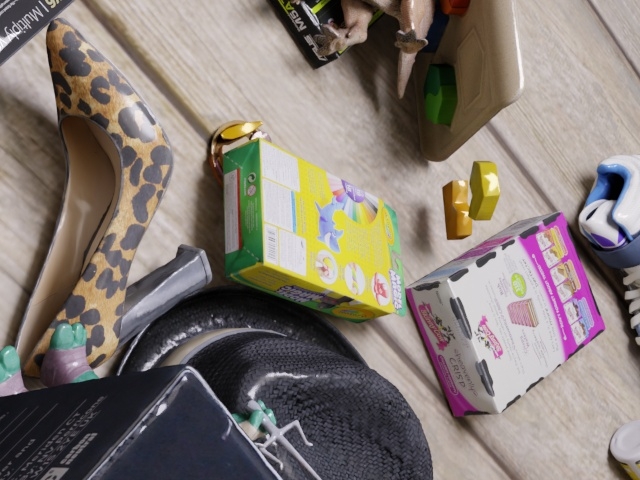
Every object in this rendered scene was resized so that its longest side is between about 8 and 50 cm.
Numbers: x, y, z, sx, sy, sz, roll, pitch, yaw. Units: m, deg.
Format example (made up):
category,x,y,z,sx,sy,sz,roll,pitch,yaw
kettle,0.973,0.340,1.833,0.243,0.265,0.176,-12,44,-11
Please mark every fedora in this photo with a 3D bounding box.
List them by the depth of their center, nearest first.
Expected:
category,x,y,z,sx,sy,sz,roll,pitch,yaw
fedora,-0.016,0.183,0.864,0.334,0.152,0.334,11,72,-38

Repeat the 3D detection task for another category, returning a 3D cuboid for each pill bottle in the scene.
category,x,y,z,sx,sy,sz,roll,pitch,yaw
pill bottle,0.426,0.288,1.266,0.116,0.065,0.065,49,53,-21

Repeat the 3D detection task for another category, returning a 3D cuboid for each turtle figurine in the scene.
category,x,y,z,sx,sy,sz,roll,pitch,yaw
turtle figurine,-0.115,0.147,0.684,0.118,0.234,0.175,-61,166,2

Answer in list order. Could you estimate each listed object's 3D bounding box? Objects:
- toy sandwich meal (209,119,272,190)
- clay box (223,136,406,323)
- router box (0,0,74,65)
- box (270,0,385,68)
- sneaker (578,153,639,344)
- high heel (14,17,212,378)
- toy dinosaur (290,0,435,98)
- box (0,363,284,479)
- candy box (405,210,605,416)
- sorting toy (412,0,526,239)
category,x,y,z,sx,sy,sz,roll,pitch,yaw
toy sandwich meal,-0.072,-0.081,0.963,0.085,0.029,0.085,11,72,-38
clay box,0.000,0.000,0.959,0.222,0.053,0.127,25,54,-47
router box,-0.310,-0.249,0.771,0.243,0.081,0.309,49,53,-19
box,0.005,-0.311,1.077,0.184,0.045,0.190,55,51,-19
sneaker,0.415,0.046,1.291,0.236,0.130,0.322,16,74,-26
high heel,-0.203,-0.027,0.781,0.186,0.093,0.261,-36,114,-34
toy dinosaur,0.056,-0.299,1.012,0.295,0.127,0.200,52,45,-26
box,-0.154,0.262,0.567,0.293,0.395,0.212,55,50,-17
candy box,0.217,0.079,1.138,0.233,0.071,0.159,-26,96,-41
sorting toy,0.144,-0.165,1.045,0.041,0.229,0.307,-1,79,-15
